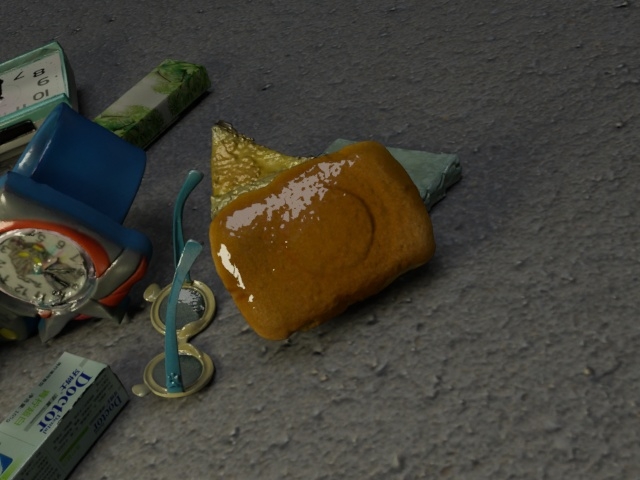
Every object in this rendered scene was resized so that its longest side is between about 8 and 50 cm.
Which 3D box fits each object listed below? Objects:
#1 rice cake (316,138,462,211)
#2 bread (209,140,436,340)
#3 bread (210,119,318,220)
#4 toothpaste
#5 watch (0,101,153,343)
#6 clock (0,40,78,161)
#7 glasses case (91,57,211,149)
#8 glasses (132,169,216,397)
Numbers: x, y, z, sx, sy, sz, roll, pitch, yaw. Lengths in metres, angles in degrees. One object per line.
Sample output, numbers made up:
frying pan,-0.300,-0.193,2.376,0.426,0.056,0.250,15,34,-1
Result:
rice cake,0.069,-0.085,1.117,0.211,0.038,0.124,19,53,40
bread,0.000,0.000,0.951,0.246,0.121,0.174,-26,79,-12
bread,-0.075,-0.078,1.093,0.169,0.140,0.160,-21,49,-6
toothpaste,-0.338,0.265,0.868,0.081,0.067,0.336,9,47,33
watch,-0.362,-0.015,1.114,0.305,0.241,0.274,-41,31,31
clock,-0.572,-0.232,1.537,0.262,0.116,0.231,-24,43,-2
glasses case,-0.306,-0.207,1.415,0.095,0.062,0.272,20,54,32
glasses,-0.139,0.052,0.941,0.088,0.220,0.189,14,37,-16
